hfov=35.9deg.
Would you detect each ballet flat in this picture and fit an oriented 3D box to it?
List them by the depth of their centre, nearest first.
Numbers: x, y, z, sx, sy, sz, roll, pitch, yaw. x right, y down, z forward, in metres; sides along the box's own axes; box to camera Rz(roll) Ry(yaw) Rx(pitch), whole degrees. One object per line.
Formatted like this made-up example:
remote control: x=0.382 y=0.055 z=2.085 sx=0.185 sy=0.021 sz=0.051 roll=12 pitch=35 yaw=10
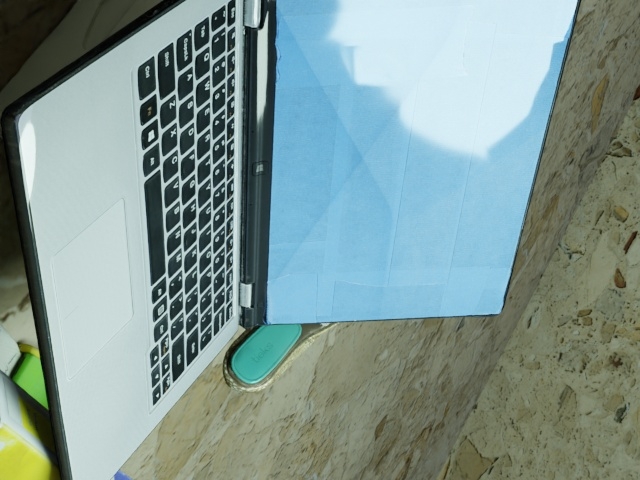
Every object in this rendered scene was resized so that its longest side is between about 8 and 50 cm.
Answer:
ballet flat: x=-0.027 y=0.082 z=1.027 sx=0.206 sy=0.073 sz=0.067 roll=-38 pitch=174 yaw=-26

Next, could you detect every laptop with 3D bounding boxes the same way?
laptop: x=0.000 y=0.000 z=0.771 sx=0.408 sy=0.236 sz=0.382 roll=-50 pitch=153 yaw=-45

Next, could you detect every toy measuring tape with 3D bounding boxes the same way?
toy measuring tape: x=-0.261 y=0.145 z=0.972 sx=0.121 sy=0.121 sz=0.330 roll=-43 pitch=149 yaw=-27

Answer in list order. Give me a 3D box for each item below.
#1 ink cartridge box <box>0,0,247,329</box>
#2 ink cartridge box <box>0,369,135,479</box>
ink cartridge box: x=-0.085 y=-0.099 z=0.979 sx=0.285 sy=0.166 sz=0.395 roll=-54 pitch=151 yaw=-8
ink cartridge box: x=-0.340 y=0.233 z=0.831 sx=0.303 sy=0.072 sz=0.307 roll=-20 pitch=144 yaw=2
